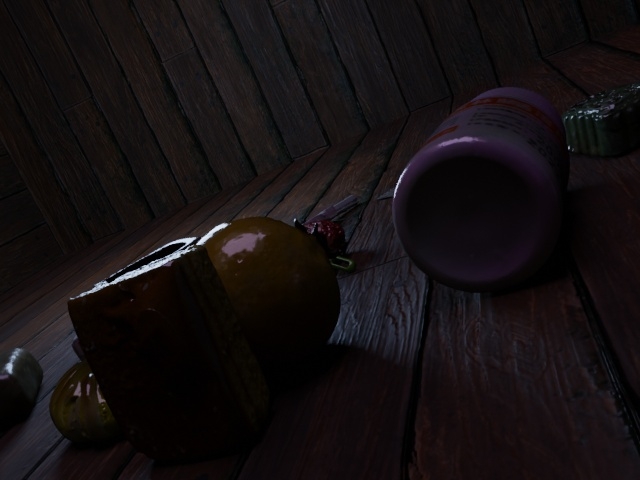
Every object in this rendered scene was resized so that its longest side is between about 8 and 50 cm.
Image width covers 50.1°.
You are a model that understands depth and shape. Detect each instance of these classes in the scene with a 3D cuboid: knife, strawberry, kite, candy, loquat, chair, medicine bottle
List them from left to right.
[{"bbox_3d":[-0.609,0.281,1.325,0.104,0.102,0.234,-27,15,-11],"label":"candy"},{"bbox_3d":[-0.214,0.072,1.272,0.176,0.183,0.326,-15,17,33],"label":"chair"},{"bbox_3d":[-0.081,0.072,0.949,0.244,0.244,0.244,-23,13,6],"label":"loquat"},{"bbox_3d":[-0.027,0.033,1.296,0.212,0.015,0.054,15,71,32],"label":"knife"},{"bbox_3d":[-0.001,0.000,1.359,0.106,0.106,0.106,-23,13,6],"label":"strawberry"},{"bbox_3d":[0.244,-0.142,1.667,0.229,0.016,0.127,-10,23,48],"label":"kite"},{"bbox_3d":[0.257,-0.097,1.020,0.219,0.219,0.388,-17,15,29],"label":"medicine bottle"}]

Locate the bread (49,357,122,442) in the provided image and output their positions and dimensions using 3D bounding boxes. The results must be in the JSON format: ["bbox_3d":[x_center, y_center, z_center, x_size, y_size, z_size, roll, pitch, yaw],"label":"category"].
[{"bbox_3d":[-0.316,0.221,1.047,0.213,0.104,0.213,-22,10,4],"label":"bread"}]

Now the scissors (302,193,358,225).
[{"bbox_3d":[0.014,-0.060,1.687,0.242,0.030,0.118,-30,-3,-39],"label":"scissors"}]

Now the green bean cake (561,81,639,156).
[{"bbox_3d":[0.563,-0.234,1.286,0.181,0.094,0.173,-24,12,-3],"label":"green bean cake"}]

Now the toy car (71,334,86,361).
[{"bbox_3d":[-0.450,0.184,1.459,0.108,0.089,0.209,-29,16,3],"label":"toy car"}]

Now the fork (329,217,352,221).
[{"bbox_3d":[-0.024,-0.008,1.599,0.235,0.021,0.039,-31,12,-26],"label":"fork"}]

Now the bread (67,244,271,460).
[{"bbox_3d":[-0.180,0.142,0.819,0.184,0.234,0.110,-19,12,25],"label":"bread"}]
